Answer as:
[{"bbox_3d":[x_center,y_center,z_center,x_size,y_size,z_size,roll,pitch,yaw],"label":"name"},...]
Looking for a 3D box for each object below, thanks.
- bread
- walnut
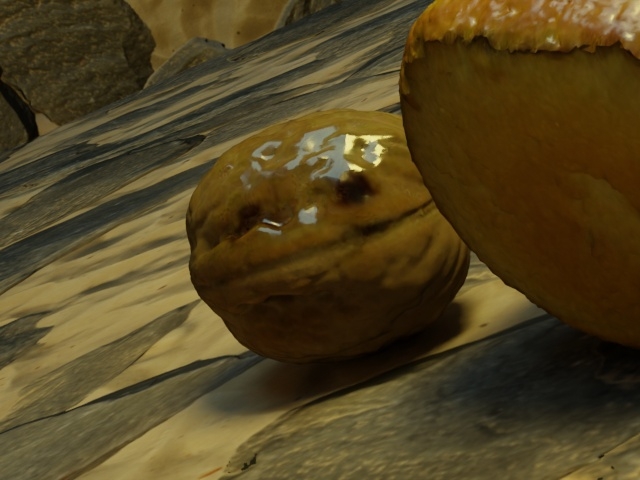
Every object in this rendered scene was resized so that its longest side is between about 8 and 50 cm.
[{"bbox_3d":[0.161,-0.058,0.788,0.146,0.268,0.268,-45,22,-27],"label":"bread"},{"bbox_3d":[0.000,0.000,0.985,0.184,0.155,0.155,-16,15,16],"label":"walnut"}]
